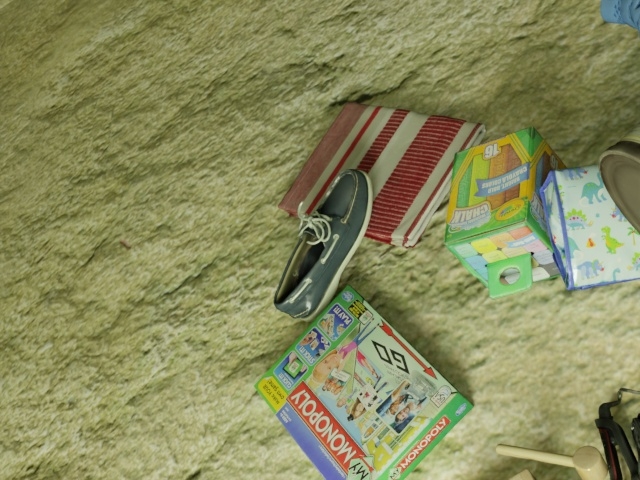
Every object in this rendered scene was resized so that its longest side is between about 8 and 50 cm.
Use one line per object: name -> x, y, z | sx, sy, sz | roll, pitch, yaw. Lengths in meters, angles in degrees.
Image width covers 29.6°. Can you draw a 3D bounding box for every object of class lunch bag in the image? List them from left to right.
lunch bag -> 0.360, -0.017, 1.542 | 0.128, 0.096, 0.151 | -10, 72, -2

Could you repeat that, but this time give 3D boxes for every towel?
towel -> 0.097, -0.113, 1.970 | 0.329, 0.037, 0.237 | 17, 69, 49

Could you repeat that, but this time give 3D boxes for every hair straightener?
hair straightener -> 0.369, 0.257, 1.373 | 0.089, 0.047, 0.230 | -28, 37, 24

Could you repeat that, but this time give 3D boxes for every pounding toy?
pounding toy -> 0.250, 0.321, 1.388 | 0.206, 0.094, 0.181 | -34, 35, 7

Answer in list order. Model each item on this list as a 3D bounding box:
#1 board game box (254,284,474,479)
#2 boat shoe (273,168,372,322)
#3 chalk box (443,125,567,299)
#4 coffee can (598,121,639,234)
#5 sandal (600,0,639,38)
board game box -> 0.051, 0.219, 1.707 | 0.213, 0.046, 0.317 | -46, 37, 0
boat shoe -> 0.000, 0.000, 1.883 | 0.095, 0.079, 0.254 | 26, 91, 53
chalk box -> 0.258, -0.022, 1.649 | 0.132, 0.132, 0.213 | -18, 46, 34
coffee can -> 0.495, -0.117, 1.416 | 0.275, 0.201, 0.201 | -42, 37, -7
sandal -> 0.471, -0.352, 1.762 | 0.138, 0.126, 0.317 | -28, 33, 29
